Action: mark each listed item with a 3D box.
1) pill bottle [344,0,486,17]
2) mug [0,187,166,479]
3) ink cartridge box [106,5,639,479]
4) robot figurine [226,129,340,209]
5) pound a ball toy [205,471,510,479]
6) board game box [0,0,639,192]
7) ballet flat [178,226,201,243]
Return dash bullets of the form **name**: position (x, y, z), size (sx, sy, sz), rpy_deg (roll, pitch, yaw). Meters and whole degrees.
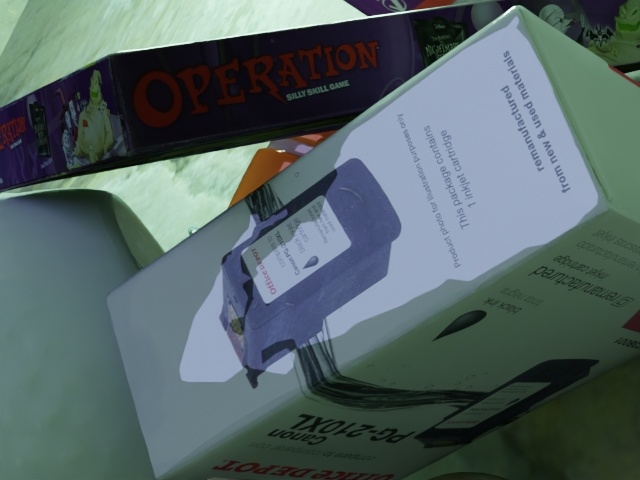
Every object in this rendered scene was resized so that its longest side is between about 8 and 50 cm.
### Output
- **pill bottle**: position (-0.003, -0.286, 0.952), size (0.181, 0.323, 0.181), rpy_deg (-46, 27, 32)
- **mug**: position (-0.185, 0.162, 0.769), size (0.328, 0.374, 0.276), rpy_deg (-33, 34, 1)
- **ink cartridge box**: position (0.050, 0.022, 0.614), size (0.237, 0.172, 0.100), rpy_deg (-33, 61, 27)
- **robot figurine**: position (0.001, 0.001, 0.874), size (0.158, 0.128, 0.219), rpy_deg (80, -145, -83)
- **pound a ball toy**: position (-0.066, 0.191, 0.616), size (0.135, 0.319, 0.208), rpy_deg (-5, 75, 61)
- **board game box**: position (0.022, -0.082, 0.704), size (0.208, 0.346, 0.056), rpy_deg (-14, 89, 62)
- **ballet flat**: position (-0.134, 0.066, 1.151), size (0.188, 0.070, 0.070), rpy_deg (-56, 24, 11)
